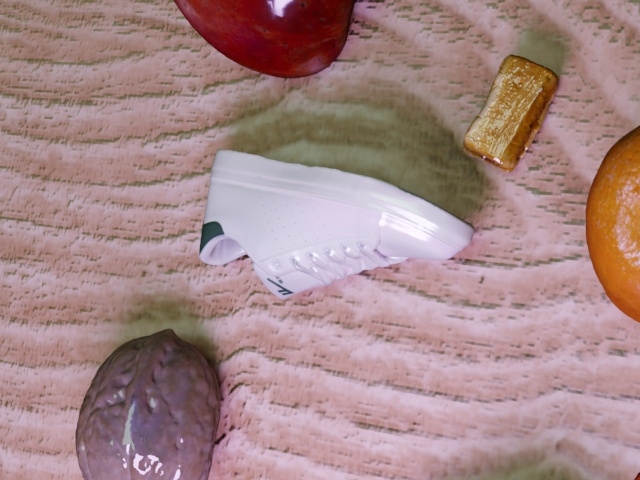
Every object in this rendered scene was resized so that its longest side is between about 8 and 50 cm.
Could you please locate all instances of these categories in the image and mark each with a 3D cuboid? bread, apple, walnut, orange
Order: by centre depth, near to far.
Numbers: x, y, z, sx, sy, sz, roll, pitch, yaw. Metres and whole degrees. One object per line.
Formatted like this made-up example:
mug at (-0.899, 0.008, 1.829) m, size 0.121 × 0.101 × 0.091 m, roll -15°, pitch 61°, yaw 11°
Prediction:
orange at (0.370, -0.015, 1.163) m, size 0.224 × 0.170 × 0.224 m, roll -5°, pitch 83°, yaw 49°
bread at (0.217, -0.145, 1.336) m, size 0.074 × 0.053 × 0.132 m, roll 27°, pitch 93°, yaw 25°
walnut at (-0.208, 0.218, 1.434) m, size 0.178 × 0.178 × 0.230 m, roll 0°, pitch 68°, yaw 28°
apple at (-0.053, -0.411, 1.496) m, size 0.328 × 0.295 × 0.365 m, roll -30°, pitch 63°, yaw -21°

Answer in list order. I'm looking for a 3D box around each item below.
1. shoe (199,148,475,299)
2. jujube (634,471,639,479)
shoe at (0.000, 0.000, 1.382) m, size 0.363 × 0.131 × 0.160 m, roll 15°, pitch 87°, yaw 34°
jujube at (0.378, 0.335, 1.085) m, size 0.197 × 0.197 × 0.290 m, roll -23°, pitch 56°, yaw 23°
